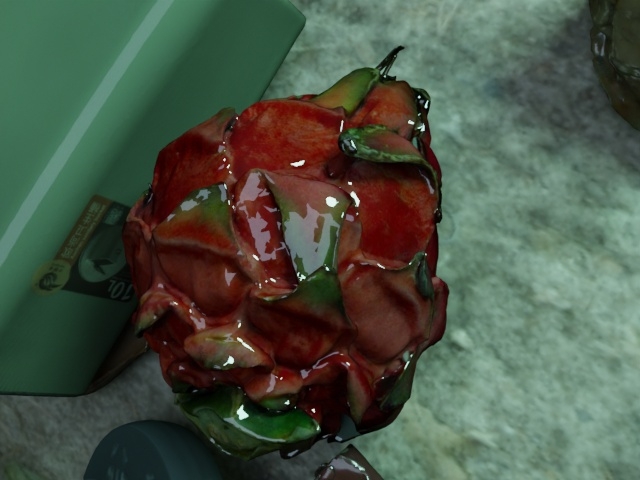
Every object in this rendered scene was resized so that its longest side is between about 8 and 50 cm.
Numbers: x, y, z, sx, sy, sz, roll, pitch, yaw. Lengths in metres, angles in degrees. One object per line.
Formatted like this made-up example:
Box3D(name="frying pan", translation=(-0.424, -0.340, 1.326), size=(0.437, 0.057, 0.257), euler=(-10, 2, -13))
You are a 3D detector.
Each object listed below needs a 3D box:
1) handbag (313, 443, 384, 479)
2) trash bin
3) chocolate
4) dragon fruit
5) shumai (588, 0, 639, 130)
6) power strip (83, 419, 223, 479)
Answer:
Box3D(name="handbag", translation=(0.038, 0.268, 0.568), size=(0.235, 0.127, 0.213), euler=(56, 134, 16))
Box3D(name="trash bin", translation=(-0.195, -0.085, 0.638), size=(0.223, 0.158, 0.343), euler=(40, 100, 29))
Box3D(name="chocolate", translation=(-0.174, 0.083, 0.704), size=(0.100, 0.031, 0.064), euler=(-36, 69, 19))
Box3D(name="dragon fruit", translation=(0.000, 0.000, 0.567), size=(0.234, 0.234, 0.293), euler=(28, 61, 19))
Box3D(name="shumai", translation=(0.248, -0.159, 0.512), size=(0.201, 0.120, 0.201), euler=(-2, 85, 23))
Box3D(name="power strip", translation=(-0.110, 0.218, 0.609), size=(0.137, 0.044, 0.216), euler=(-57, 44, 28))
